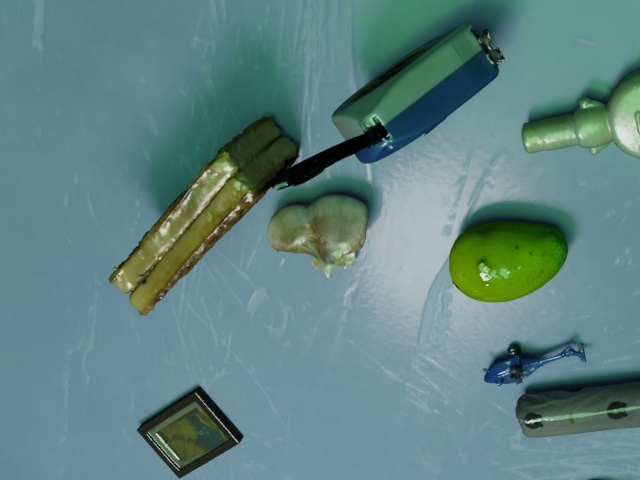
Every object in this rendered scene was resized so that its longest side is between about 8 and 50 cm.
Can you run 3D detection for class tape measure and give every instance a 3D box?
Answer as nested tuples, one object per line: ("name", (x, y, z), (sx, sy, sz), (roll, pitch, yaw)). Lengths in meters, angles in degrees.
("tape measure", (0.067, -0.151, 1.292), (0.351, 0.215, 0.098), (-36, 100, -12))

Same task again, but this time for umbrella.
("umbrella", (0.472, 0.254, 1.486), (0.337, 0.067, 0.073), (-11, 141, 22))

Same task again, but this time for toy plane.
("toy plane", (0.334, 0.197, 1.519), (0.167, 0.054, 0.062), (-23, 130, 27))

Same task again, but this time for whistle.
("whistle", (0.405, -0.163, 1.315), (0.258, 0.067, 0.126), (-9, 110, 24))

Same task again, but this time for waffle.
("waffle", (-0.174, -0.042, 1.472), (0.091, 0.213, 0.308), (44, 120, -4))

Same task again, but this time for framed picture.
("framed picture", (-0.244, 0.359, 1.790), (0.168, 0.023, 0.128), (-35, 100, 28))

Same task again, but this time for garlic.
("garlic", (-0.004, -0.008, 1.504), (0.174, 0.099, 0.124), (-3, 98, 20))

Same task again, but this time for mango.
("mango", (0.277, 0.029, 1.427), (0.178, 0.100, 0.119), (-14, 107, 15))
